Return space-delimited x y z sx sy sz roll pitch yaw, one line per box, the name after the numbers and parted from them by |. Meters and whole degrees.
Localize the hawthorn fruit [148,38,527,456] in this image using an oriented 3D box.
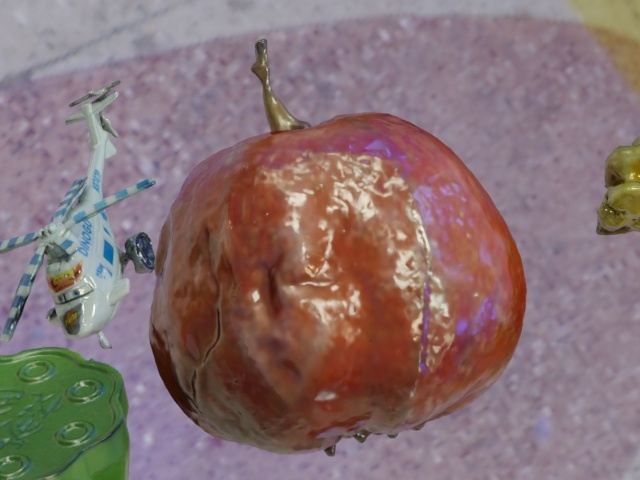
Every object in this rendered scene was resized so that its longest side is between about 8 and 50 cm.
0.000 0.000 1.161 0.242 0.242 0.272 -9 87 -44 | hawthorn fruit

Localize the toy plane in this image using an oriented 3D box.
-0.214 -0.013 1.632 0.107 0.182 0.273 53 7 -33 | toy plane

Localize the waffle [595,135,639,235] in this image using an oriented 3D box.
0.350 0.044 1.373 0.261 0.151 0.324 0 68 -43 | waffle

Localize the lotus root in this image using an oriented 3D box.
-0.215 0.193 1.333 0.186 0.186 0.186 22 51 -30 | lotus root
